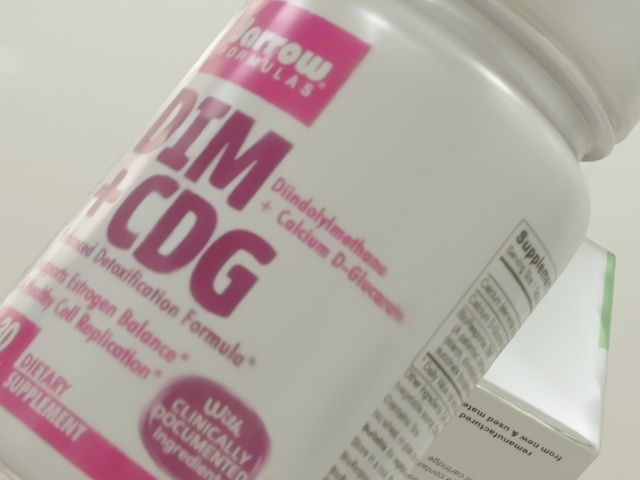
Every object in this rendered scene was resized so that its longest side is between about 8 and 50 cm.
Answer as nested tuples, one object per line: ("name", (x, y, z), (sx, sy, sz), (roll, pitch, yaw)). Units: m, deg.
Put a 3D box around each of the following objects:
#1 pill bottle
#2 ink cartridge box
("pill bottle", (0.000, 0.000, 0.754), (0.160, 0.283, 0.160), (37, -10, 7))
("ink cartridge box", (0.051, 0.131, 1.230), (0.122, 0.211, 0.289), (30, -56, -9))
